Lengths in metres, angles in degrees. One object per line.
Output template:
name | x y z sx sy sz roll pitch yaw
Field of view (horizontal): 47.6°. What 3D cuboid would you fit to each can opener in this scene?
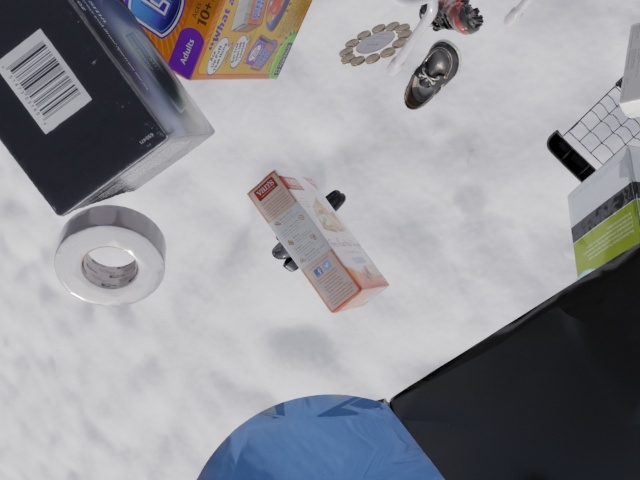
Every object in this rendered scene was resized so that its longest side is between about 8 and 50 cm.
can opener | -0.023 -0.028 1.411 0.186 0.073 0.059 -51 38 -6

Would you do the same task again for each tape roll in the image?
tape roll | -0.430 0.035 1.494 0.072 0.219 0.219 -102 33 -50

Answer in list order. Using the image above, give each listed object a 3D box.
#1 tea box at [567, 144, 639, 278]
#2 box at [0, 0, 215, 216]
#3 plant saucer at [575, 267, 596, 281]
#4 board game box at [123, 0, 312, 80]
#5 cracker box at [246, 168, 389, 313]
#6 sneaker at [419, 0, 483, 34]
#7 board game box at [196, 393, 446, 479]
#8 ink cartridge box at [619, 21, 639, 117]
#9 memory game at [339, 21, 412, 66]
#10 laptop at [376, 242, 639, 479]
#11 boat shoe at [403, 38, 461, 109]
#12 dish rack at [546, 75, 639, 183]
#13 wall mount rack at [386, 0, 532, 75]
tea box | 0.688 0.025 1.384 0.220 0.329 0.323 120 153 -64
box | -0.320 -0.217 0.985 0.183 0.294 0.296 -34 97 7
plant saucer | 0.423 0.134 1.049 0.195 0.038 0.194 174 90 -83
board game box | -0.223 -0.530 1.311 0.356 0.356 0.356 32 111 12
cracker box | 0.000 0.000 1.150 0.067 0.156 0.232 -40 77 16
sneaker | 0.319 -0.568 1.810 0.135 0.097 0.276 -32 35 19
board game box | 0.012 0.166 0.399 0.168 0.133 0.033 50 150 29
ink cartridge box | 0.640 -0.318 1.246 0.225 0.056 0.180 -4 61 45
memory game | 0.130 -0.466 1.718 0.186 0.186 0.012 8 139 40
laptop | 0.198 0.272 0.492 0.407 0.237 0.381 80 176 -48
boat shoe | 0.135 -0.202 0.895 0.046 0.038 0.125 44 160 1
dish rack | 0.654 -0.231 1.555 0.271 0.074 0.208 -46 77 19
wall mount rack | 0.191 -0.348 0.877 0.130 0.350 0.304 49 158 44
